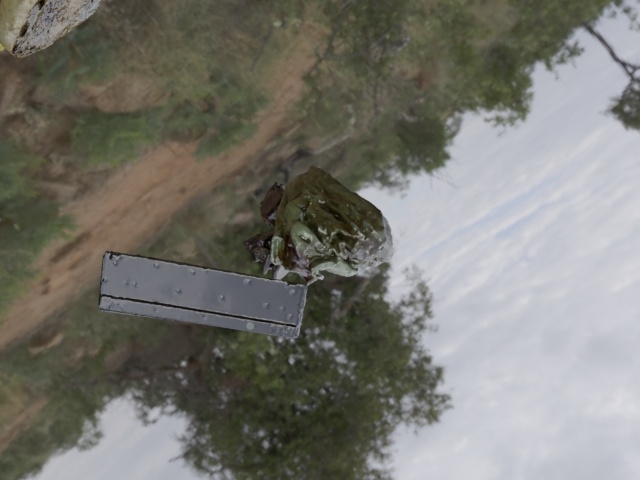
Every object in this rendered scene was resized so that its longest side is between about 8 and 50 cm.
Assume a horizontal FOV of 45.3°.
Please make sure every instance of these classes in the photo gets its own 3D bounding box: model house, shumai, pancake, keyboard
[{"bbox_3d":[-0.107,-0.023,1.827,0.203,0.164,0.141,-58,161,16],"label":"model house"},{"bbox_3d":[0.001,-0.001,1.480,0.218,0.255,0.189,-41,151,-30],"label":"shumai"},{"bbox_3d":[-0.288,-0.386,0.998,0.387,0.082,0.387,-44,-167,13],"label":"pancake"},{"bbox_3d":[-0.132,0.061,0.868,0.023,0.231,0.072,-93,-167,-73],"label":"keyboard"}]

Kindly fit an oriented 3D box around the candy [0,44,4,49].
[{"bbox_3d":[-0.584,-0.429,1.379,0.187,0.081,0.297,-17,170,0],"label":"candy"}]
